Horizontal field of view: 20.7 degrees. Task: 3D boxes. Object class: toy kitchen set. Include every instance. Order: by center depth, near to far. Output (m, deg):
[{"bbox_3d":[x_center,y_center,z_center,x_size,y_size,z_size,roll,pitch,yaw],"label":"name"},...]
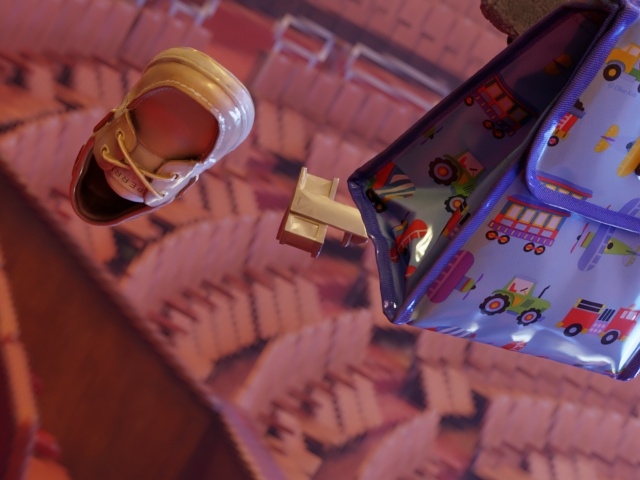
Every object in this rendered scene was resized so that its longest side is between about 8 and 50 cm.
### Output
[{"bbox_3d":[0.000,0.000,1.444,0.068,0.075,0.083,19,41,-4],"label":"toy kitchen set"}]

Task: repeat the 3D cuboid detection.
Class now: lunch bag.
[{"bbox_3d":[0.197,-0.059,1.163,0.221,0.293,0.138,15,42,-32],"label":"lunch bag"}]

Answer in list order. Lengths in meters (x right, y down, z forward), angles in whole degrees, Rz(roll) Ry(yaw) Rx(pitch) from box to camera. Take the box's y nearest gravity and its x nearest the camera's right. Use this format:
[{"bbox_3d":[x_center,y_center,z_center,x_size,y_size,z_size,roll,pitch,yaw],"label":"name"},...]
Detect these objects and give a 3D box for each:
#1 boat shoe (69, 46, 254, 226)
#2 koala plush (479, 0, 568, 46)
[{"bbox_3d":[-0.085,-0.043,0.881,0.063,0.059,0.170,38,-25,-7],"label":"boat shoe"},{"bbox_3d":[0.268,-0.192,1.815,0.203,0.196,0.221,5,16,7],"label":"koala plush"}]
